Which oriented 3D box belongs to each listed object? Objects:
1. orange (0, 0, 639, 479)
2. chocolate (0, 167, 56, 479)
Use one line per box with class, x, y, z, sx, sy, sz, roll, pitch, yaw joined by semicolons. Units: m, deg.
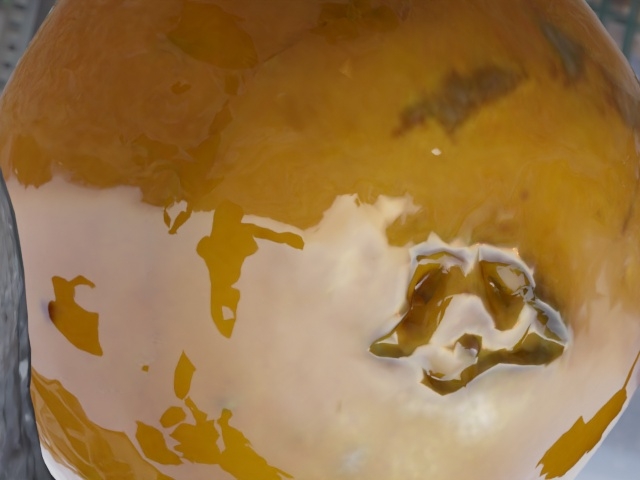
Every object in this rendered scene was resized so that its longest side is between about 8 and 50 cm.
orange;0.000;0.000;0.830;0.312;0.312;0.312;13;176;1
chocolate;-0.099;0.058;0.392;0.110;0.248;0.110;-7;-152;4
